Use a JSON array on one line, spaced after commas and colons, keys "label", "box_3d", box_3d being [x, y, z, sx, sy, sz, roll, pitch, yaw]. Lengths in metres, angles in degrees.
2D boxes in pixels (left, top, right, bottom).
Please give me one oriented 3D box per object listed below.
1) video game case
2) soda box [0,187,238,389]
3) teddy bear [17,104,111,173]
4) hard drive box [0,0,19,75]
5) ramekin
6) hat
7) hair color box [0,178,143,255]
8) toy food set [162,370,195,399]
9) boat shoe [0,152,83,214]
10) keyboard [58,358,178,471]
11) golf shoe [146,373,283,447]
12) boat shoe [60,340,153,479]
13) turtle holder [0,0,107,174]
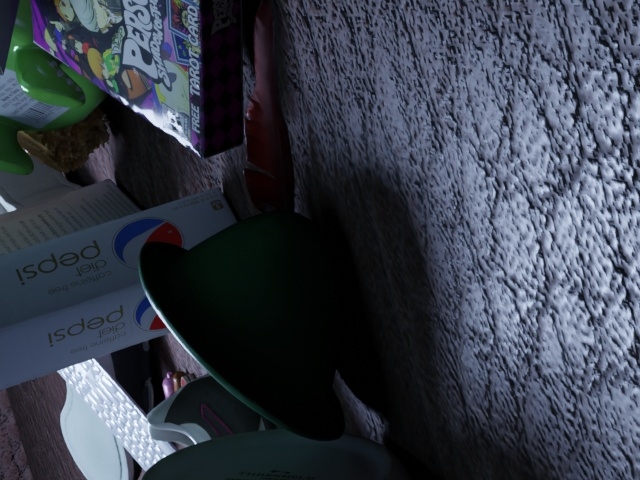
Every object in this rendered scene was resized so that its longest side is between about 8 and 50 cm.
[{"label": "video game case", "box_3d": [-0.128, -0.198, 1.154, 0.210, 0.042, 0.232, 36, 138, 38]}, {"label": "soda box", "box_3d": [-0.161, 0.036, 1.317, 0.069, 0.216, 0.074, 89, 157, -47]}, {"label": "teddy bear", "box_3d": [-0.343, -0.191, 1.645, 0.338, 0.113, 0.245, 27, 170, 33]}, {"label": "hard drive box", "box_3d": [-0.327, -0.228, 1.238, 0.089, 0.232, 0.181, 95, -178, -71]}, {"label": "ramekin", "box_3d": [-0.028, 0.196, 1.104, 0.207, 0.207, 0.109, -152, 56, -67]}, {"label": "hat", "box_3d": [0.000, 0.000, 1.112, 0.208, 0.183, 0.173, 33, -163, -41]}, {"label": "hair color box", "box_3d": [-0.317, 0.061, 1.625, 0.185, 0.339, 0.110, -142, 38, -61]}, {"label": "toy food set", "box_3d": [-0.133, 0.161, 1.702, 0.122, 0.019, 0.078, 121, 129, -68]}, {"label": "boat shoe", "box_3d": [-0.322, -0.043, 1.937, 0.305, 0.109, 0.091, 45, 144, 49]}, {"label": "keyboard", "box_3d": [-0.200, 0.178, 1.761, 0.256, 0.014, 0.072, 48, 147, 4]}, {"label": "golf shoe", "box_3d": [-0.030, 0.218, 1.268, 0.273, 0.120, 0.105, 64, 160, 20]}, {"label": "boat shoe", "box_3d": [-0.220, 0.164, 1.869, 0.114, 0.091, 0.302, 32, 143, 26]}, {"label": "turtle holder", "box_3d": [-0.317, -0.213, 1.413, 0.243, 0.320, 0.227, 101, 178, -68]}]
